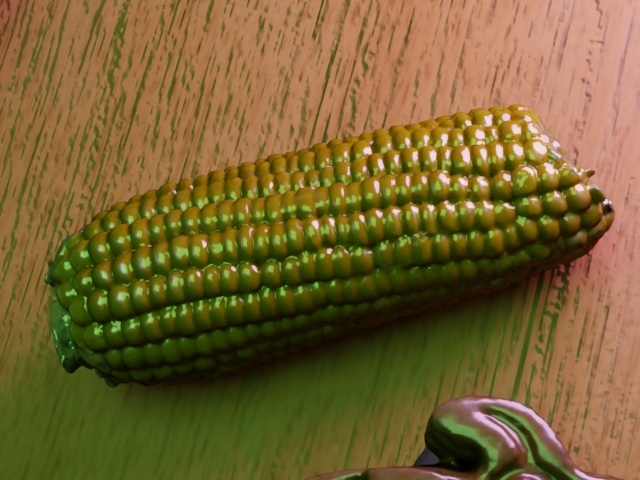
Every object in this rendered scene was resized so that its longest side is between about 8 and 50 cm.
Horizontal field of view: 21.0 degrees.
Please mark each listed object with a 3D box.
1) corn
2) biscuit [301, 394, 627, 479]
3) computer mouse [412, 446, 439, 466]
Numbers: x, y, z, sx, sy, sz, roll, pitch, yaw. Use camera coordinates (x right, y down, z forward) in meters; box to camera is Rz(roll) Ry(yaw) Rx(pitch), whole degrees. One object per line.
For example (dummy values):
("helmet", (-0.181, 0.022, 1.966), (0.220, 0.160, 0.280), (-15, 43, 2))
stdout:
("corn", (0.000, 0.000, 1.173), (0.387, 0.144, 0.144), (-18, 64, 7))
("biscuit", (0.101, 0.250, 1.027), (0.367, 0.063, 0.314), (2, 83, 7))
("computer mouse", (0.074, 0.226, 1.096), (0.120, 0.057, 0.232), (31, 86, 16))
